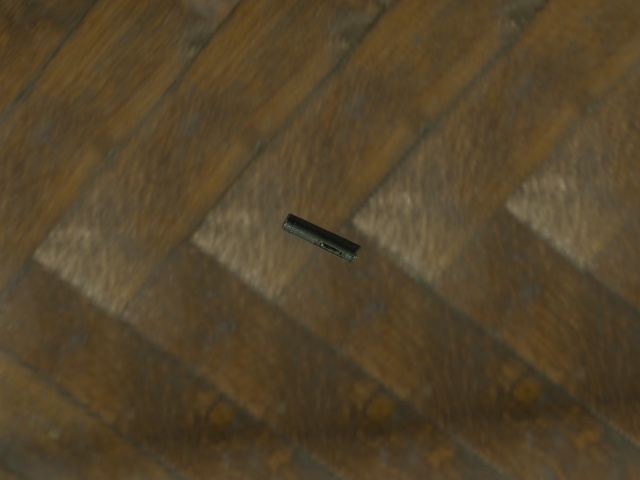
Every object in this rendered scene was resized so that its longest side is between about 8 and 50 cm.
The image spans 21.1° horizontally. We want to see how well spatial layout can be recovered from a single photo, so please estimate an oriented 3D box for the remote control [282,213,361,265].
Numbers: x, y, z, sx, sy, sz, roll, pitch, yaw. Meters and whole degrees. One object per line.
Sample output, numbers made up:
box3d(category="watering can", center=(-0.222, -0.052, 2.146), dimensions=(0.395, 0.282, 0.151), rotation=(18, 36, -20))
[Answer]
box3d(category="remote control", center=(0.000, 0.000, 1.913), dimensions=(0.091, 0.016, 0.034), rotation=(25, 141, -2))
